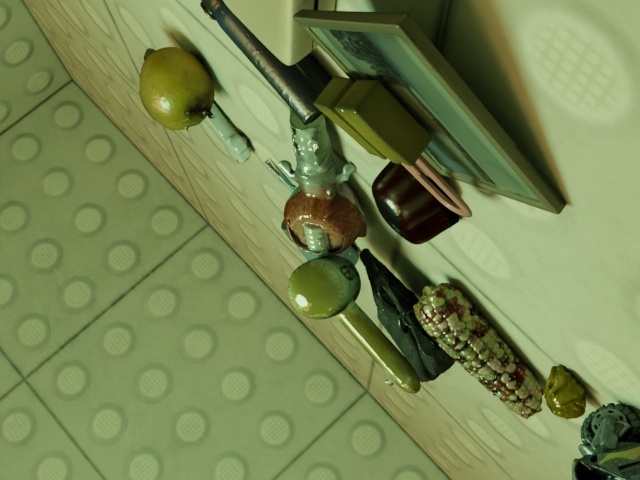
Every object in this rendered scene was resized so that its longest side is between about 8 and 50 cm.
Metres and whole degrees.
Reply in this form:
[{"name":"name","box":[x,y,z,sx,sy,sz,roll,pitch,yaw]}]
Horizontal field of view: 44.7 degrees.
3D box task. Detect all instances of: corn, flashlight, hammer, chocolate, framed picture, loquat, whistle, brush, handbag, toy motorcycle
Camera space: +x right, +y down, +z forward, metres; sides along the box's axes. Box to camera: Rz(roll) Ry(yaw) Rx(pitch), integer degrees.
[{"name":"corn","box":[0.270,0.182,1.301,0.280,0.092,0.092,44,169,-3]},{"name":"flashlight","box":[-0.226,-0.262,1.758,0.200,0.047,0.093,52,167,-5]},{"name":"hammer","box":[0.075,0.157,1.411,0.305,0.113,0.202,49,-165,8]},{"name":"chocolate","box":[0.113,-0.058,1.060,0.125,0.080,0.148,45,177,31]},{"name":"framed picture","box":[0.114,-0.139,0.831,0.289,0.016,0.213,40,174,-33]},{"name":"loquat","box":[-0.301,-0.318,1.597,0.204,0.150,0.172,56,176,19]},{"name":"whistle","box":[-0.001,-0.083,1.336,0.142,0.133,0.346,26,151,25]},{"name":"brush","box":[0.104,-0.100,0.913,0.233,0.047,0.103,38,176,-28]},{"name":"handbag","box":[0.158,0.142,1.436,0.270,0.089,0.175,57,180,40]},{"name":"toy motorcycle","box":[0.425,0.324,0.970,0.307,0.173,0.108,34,160,55]}]

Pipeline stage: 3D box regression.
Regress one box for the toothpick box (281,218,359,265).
[{"name":"toothpick box","box":[0.000,0.000,1.642,0.153,0.101,0.101,52,168,-25]}]

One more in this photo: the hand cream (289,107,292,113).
[{"name":"hand cream","box":[-0.038,-0.226,1.245,0.036,0.023,0.122,49,165,14]}]

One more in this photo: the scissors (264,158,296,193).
[{"name":"scissors","box":[-0.081,-0.133,1.717,0.119,0.014,0.058,47,168,-8]}]

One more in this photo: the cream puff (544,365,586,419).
[{"name":"cream puff","box":[0.365,0.234,1.174,0.083,0.058,0.083,48,170,10]}]

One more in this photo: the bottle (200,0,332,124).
[{"name":"bottle","box":[-0.075,-0.274,1.091,0.244,0.072,0.082,50,127,-3]}]

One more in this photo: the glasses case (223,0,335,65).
[{"name":"glasses case","box":[-0.049,-0.324,0.835,0.144,0.076,0.336,47,168,8]}]
